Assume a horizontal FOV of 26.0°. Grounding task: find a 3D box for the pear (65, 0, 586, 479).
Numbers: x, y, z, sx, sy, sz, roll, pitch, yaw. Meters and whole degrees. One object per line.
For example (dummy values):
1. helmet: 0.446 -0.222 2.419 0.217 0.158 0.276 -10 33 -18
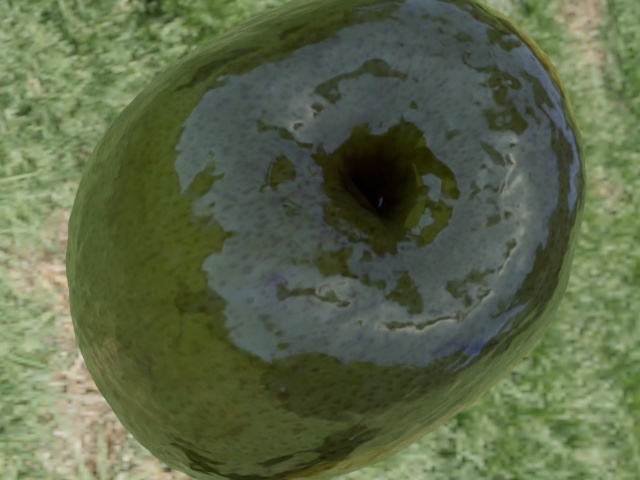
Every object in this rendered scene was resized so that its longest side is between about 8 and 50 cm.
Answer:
1. pear: 0.000 0.000 0.598 0.228 0.211 0.188 -32 86 -18
